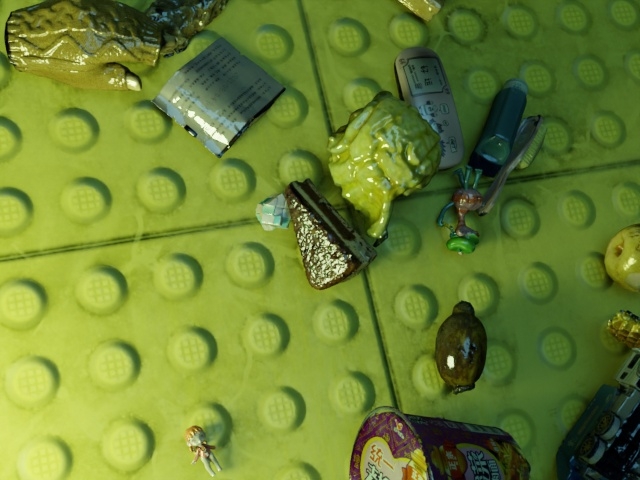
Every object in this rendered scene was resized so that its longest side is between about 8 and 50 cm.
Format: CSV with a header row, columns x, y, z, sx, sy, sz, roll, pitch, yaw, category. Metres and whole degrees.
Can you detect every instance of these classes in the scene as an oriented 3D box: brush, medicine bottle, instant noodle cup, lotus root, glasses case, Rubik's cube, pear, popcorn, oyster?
x,y,z,sx,sy,sz,roll,pitch,yaw,category
0.473,-0.174,2.059,0.067,0.072,0.313,39,69,-17,brush
0.442,-0.282,2.063,0.079,0.124,0.258,25,58,1,medicine bottle
0.243,0.504,1.696,0.266,0.340,0.340,6,73,-25,instant noodle cup
0.309,0.235,1.871,0.120,0.120,0.210,7,76,-13,lotus root
0.260,-0.318,2.032,0.122,0.075,0.314,-8,77,-20,glasses case
-0.104,-0.056,1.863,0.073,0.075,0.084,-34,87,-23,Rubik's cube
0.777,0.046,2.025,0.178,0.178,0.178,4,74,-14,pear
0.138,-0.184,1.872,0.237,0.293,0.293,40,69,1,popcorn
-0.290,-0.561,1.959,0.128,0.078,0.345,40,71,7,oyster

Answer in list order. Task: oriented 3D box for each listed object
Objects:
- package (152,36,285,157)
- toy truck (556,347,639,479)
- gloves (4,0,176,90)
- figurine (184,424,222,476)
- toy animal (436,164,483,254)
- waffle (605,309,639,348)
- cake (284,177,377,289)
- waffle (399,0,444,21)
x,y,z,sx,sy,sz,roll,pitch,yaw,category
-0.223,-0.333,1.917,0.204,0.062,0.251,41,65,-3,package
0.663,0.406,1.852,0.146,0.175,0.367,37,89,-5,toy truck
-0.487,-0.423,1.804,0.356,0.155,0.203,-1,85,-8,gloves
-0.239,0.425,1.712,0.064,0.047,0.109,-32,94,-28,figurine
0.327,-0.072,1.981,0.103,0.100,0.208,7,81,10,toy animal
0.764,0.237,1.930,0.228,0.231,0.051,27,82,17,waffle
-0.010,-0.004,1.858,0.246,0.135,0.112,48,29,15,cake
0.246,-0.753,2.148,0.304,0.077,0.348,34,69,-3,waffle
